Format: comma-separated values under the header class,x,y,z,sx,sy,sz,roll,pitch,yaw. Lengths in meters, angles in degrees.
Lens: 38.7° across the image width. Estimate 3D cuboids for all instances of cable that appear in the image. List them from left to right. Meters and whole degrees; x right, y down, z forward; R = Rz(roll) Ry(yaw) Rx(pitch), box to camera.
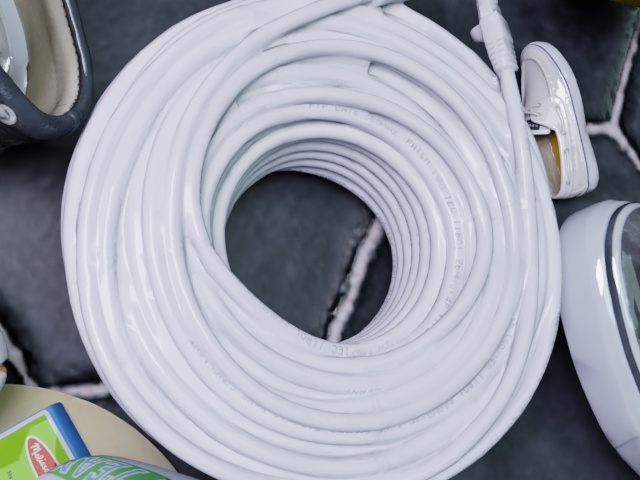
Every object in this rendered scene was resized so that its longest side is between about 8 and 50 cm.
class,x,y,z,sx,sy,sz,roll,pitch,yaw
cable,0.000,0.000,0.460,0.257,0.089,0.257,-13,83,-22

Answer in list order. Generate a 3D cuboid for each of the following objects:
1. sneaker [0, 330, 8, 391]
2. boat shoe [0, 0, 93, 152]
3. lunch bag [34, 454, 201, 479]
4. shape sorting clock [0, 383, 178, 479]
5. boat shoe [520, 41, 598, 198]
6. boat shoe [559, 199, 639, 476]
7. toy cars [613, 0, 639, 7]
class,x,y,z,sx,sy,sz,roll,pitch,yaw
sneaker,-0.238,0.053,0.350,0.215,0.083,0.084,-4,114,-32
boat shoe,-0.171,-0.177,0.358,0.114,0.091,0.302,-56,139,-46
lunch bag,-0.055,0.242,0.335,0.243,0.115,0.303,36,75,-31
shape sorting clock,-0.141,0.165,0.391,0.206,0.040,0.206,7,71,-21
boat shoe,0.138,-0.073,0.559,0.035,0.035,0.100,-16,90,-26
boat shoe,0.254,0.114,0.500,0.121,0.119,0.335,-38,98,-42
toy cars,0.241,-0.144,0.591,0.176,0.087,0.393,-35,95,-19
